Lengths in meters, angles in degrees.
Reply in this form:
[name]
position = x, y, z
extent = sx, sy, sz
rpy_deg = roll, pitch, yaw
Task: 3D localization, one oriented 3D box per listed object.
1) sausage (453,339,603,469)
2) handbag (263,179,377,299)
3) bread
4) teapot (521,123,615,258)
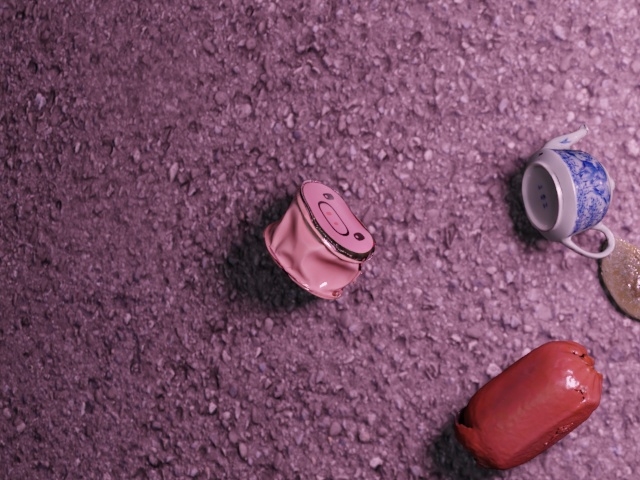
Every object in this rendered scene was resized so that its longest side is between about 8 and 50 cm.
[sausage]
position = 0.352, 0.284, 1.730
extent = 0.280, 0.152, 0.152
rpy_deg = -40, 74, 20
[handbag]
position = 0.001, -0.001, 1.892
extent = 0.116, 0.179, 0.205
rpy_deg = -47, 69, 26
[bread]
position = 0.546, 0.080, 1.697
extent = 0.193, 0.036, 0.112
rpy_deg = 30, 104, 24
[teapot]
position = 0.432, -0.080, 1.705
extent = 0.159, 0.159, 0.232
rpy_deg = -17, 81, 25
